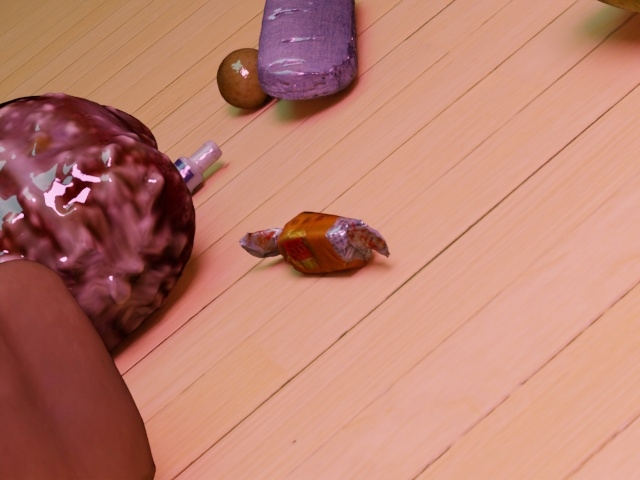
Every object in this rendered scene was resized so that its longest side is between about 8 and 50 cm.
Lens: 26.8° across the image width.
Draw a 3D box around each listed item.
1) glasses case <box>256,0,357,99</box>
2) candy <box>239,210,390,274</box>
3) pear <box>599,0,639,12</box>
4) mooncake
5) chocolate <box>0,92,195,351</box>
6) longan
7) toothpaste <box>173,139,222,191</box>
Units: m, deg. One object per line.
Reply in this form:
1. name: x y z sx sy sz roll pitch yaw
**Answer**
1. glasses case: -0.013 -0.233 1.518 0.109 0.067 0.282 -5 30 5
2. candy: 0.000 0.000 1.155 0.182 0.053 0.046 -3 40 51
3. pear: 0.341 -0.268 1.122 0.288 0.139 0.239 -37 41 -13
4. mooncake: -0.327 0.154 0.979 0.378 0.201 0.378 -19 2 1
5. chocolate: -0.258 0.016 1.254 0.340 0.225 0.210 -44 35 -11
6. longan: -0.078 -0.187 1.542 0.083 0.075 0.075 -8 33 11
7. toothpaste: -0.189 -0.028 1.444 0.216 0.037 0.062 -43 28 -5
